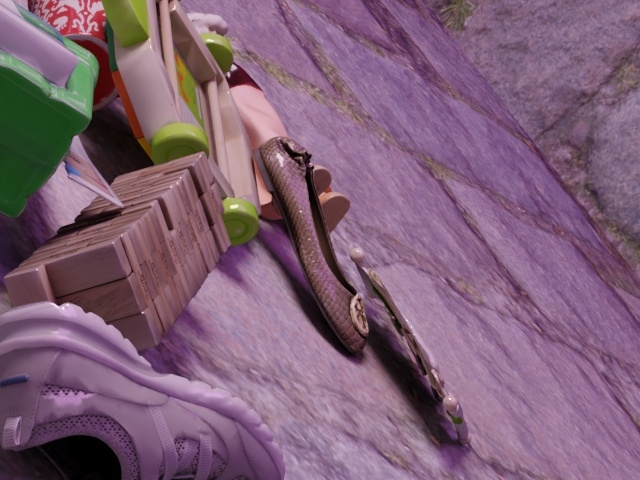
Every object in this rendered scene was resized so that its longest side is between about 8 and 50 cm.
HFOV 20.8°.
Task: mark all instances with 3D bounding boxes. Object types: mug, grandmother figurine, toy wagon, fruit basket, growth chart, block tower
[{"bbox_3d":[-0.230,-0.207,1.795,0.150,0.113,0.169,12,30,-14],"label":"mug"},{"bbox_3d":[-0.096,-0.153,2.030,0.342,0.104,0.208,53,-8,36],"label":"grandmother figurine"},{"bbox_3d":[-0.148,-0.163,1.741,0.344,0.068,0.267,57,17,-46],"label":"toy wagon"},{"bbox_3d":[-0.324,-0.181,1.454,0.327,0.165,0.353,33,17,-31],"label":"fruit basket"},{"bbox_3d":[0.098,0.112,1.859,0.237,0.021,0.172,58,-2,29],"label":"growth chart"},{"bbox_3d":[-0.155,0.013,1.440,0.335,0.097,0.091,-59,131,-71],"label":"block tower"}]

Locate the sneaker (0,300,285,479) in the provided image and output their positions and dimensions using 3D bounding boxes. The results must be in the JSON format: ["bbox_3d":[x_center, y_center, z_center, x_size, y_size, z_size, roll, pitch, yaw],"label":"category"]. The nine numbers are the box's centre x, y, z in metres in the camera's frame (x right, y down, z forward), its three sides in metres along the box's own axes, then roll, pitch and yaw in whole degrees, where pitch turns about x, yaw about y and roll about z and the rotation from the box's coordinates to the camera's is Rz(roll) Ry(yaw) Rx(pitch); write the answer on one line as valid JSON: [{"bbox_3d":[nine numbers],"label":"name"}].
[{"bbox_3d":[-0.137,0.151,1.256,0.281,0.105,0.115,35,53,-40],"label":"sneaker"}]

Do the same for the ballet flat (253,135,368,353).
[{"bbox_3d":[0.000,0.000,1.843,0.084,0.058,0.250,48,18,-74],"label":"ballet flat"}]
